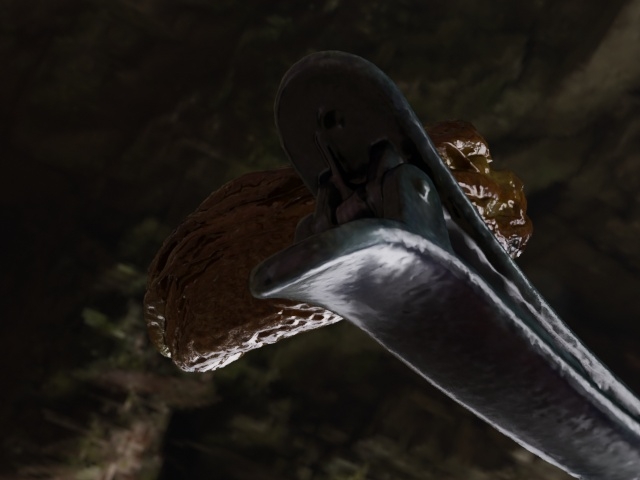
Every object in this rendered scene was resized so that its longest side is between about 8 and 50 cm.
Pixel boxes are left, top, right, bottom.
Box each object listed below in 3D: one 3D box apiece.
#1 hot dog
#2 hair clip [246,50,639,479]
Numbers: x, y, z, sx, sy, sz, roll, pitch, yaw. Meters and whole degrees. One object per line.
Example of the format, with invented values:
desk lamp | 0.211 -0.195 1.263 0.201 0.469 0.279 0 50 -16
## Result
hot dog | 0.000 0.000 1.012 0.272 0.122 0.196 -20 179 26
hair clip | 0.082 0.050 0.482 0.048 0.275 0.083 -30 -142 30
